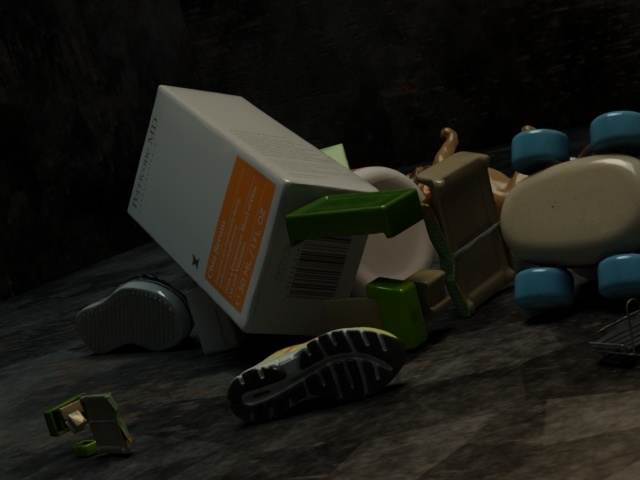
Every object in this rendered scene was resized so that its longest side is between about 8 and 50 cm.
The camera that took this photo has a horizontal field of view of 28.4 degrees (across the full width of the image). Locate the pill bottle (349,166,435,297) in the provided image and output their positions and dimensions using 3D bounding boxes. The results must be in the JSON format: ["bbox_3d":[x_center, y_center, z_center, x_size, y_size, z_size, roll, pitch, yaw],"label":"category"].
[{"bbox_3d":[0.000,0.000,2.037,0.210,0.210,0.363,-21,8,-33],"label":"pill bottle"}]

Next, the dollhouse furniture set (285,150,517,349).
[{"bbox_3d":[0.117,0.012,1.687,0.151,0.197,0.301,-6,14,36],"label":"dollhouse furniture set"}]

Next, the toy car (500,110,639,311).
[{"bbox_3d":[0.365,-0.014,1.593,0.210,0.219,0.238,-11,-20,34],"label":"toy car"}]

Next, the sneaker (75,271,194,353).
[{"bbox_3d":[-0.288,0.114,2.140,0.127,0.126,0.321,-29,12,-38],"label":"sneaker"}]

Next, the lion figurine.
[{"bbox_3d":[0.302,-0.088,2.322,0.392,0.142,0.240,-4,46,33],"label":"lion figurine"}]

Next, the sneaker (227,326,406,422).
[{"bbox_3d":[-0.002,0.143,1.445,0.208,0.081,0.094,-15,5,11],"label":"sneaker"}]

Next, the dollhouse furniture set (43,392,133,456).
[{"bbox_3d":[-0.261,0.212,1.504,0.152,0.076,0.058,-10,10,45],"label":"dollhouse furniture set"}]

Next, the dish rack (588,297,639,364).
[{"bbox_3d":[0.396,0.061,1.216,0.208,0.074,0.271,-19,7,-27],"label":"dish rack"}]

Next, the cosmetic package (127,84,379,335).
[{"bbox_3d":[-0.115,-0.055,1.882,0.161,0.230,0.453,6,18,-32],"label":"cosmetic package"}]

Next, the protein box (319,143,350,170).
[{"bbox_3d":[-0.023,-0.044,2.365,0.201,0.136,0.200,-16,49,2],"label":"protein box"}]

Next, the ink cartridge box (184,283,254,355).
[{"bbox_3d":[-0.144,0.102,1.963,0.063,0.109,0.150,-15,7,19],"label":"ink cartridge box"}]
